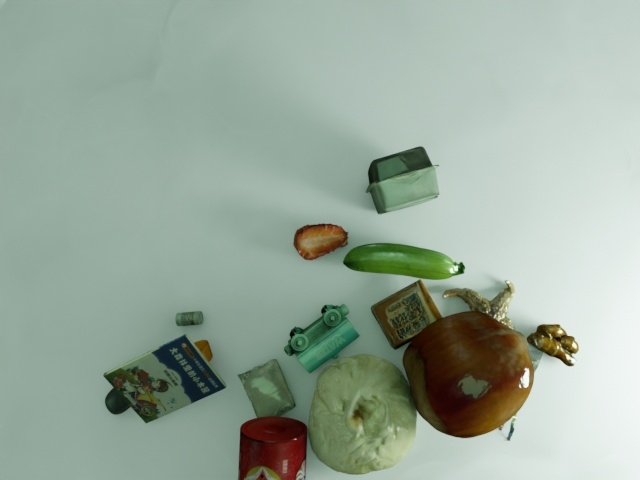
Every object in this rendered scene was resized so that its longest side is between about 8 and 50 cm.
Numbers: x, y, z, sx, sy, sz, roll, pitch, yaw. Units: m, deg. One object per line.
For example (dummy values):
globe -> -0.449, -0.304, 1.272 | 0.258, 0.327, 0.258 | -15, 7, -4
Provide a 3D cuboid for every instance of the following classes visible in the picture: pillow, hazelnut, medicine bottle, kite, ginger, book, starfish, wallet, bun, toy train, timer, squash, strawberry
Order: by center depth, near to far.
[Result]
hazelnut -> 0.417, 0.380, 1.354 | 0.365, 0.366, 0.366 | -1, 79, 5
bun -> 0.119, 0.528, 1.409 | 0.352, 0.227, 0.349 | -31, 80, 0
kite -> 0.568, 0.457, 1.469 | 0.169, 0.015, 0.310 | 17, 89, 8
ginger -> 0.740, 0.317, 1.478 | 0.162, 0.073, 0.103 | 31, 97, 4
book -> -0.491, 0.442, 1.485 | 0.322, 0.018, 0.228 | -27, 110, 12
starfish -> 0.529, 0.271, 1.510 | 0.299, 0.060, 0.302 | -25, 78, -3
pillow -> -0.168, 0.489, 1.518 | 0.134, 0.078, 0.181 | -25, 79, 0
wallet -> 0.280, 0.243, 1.531 | 0.195, 0.042, 0.161 | -31, 76, 9
toy train -> 0.008, 0.320, 1.536 | 0.248, 0.101, 0.159 | -35, 94, -2
timer -> -0.396, 0.424, 1.544 | 0.132, 0.132, 0.152 | -25, 101, 0
squash -> 0.273, 0.067, 1.550 | 0.395, 0.107, 0.107 | 6, 79, 7
medicine bottle -> -0.446, 0.266, 1.602 | 0.083, 0.047, 0.047 | -5, 78, 4
strawberry -> 0.000, 0.000, 1.608 | 0.188, 0.082, 0.121 | -7, 98, -6

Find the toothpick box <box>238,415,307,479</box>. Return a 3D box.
toothpick box -> -0.143, 0.716, 1.380 | 0.204, 0.204, 0.333 | 3, 88, 6

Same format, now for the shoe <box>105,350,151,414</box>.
shoe -> -0.622, 0.476, 1.554 | 0.108, 0.093, 0.241 | 44, 87, 13

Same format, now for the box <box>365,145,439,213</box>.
box -> 0.256, -0.185, 1.511 | 0.220, 0.290, 0.166 | -16, 90, 2
